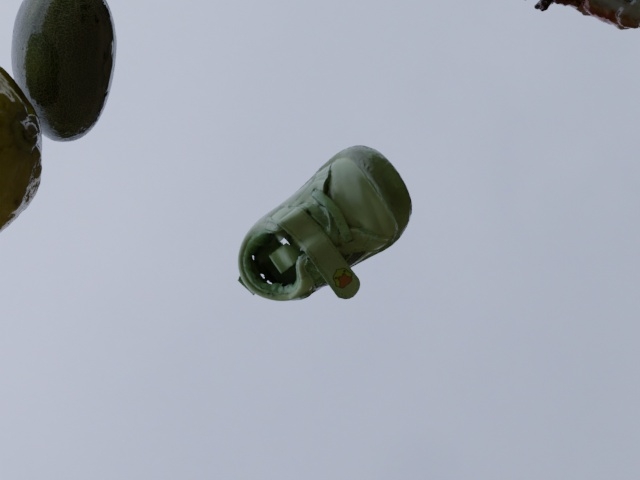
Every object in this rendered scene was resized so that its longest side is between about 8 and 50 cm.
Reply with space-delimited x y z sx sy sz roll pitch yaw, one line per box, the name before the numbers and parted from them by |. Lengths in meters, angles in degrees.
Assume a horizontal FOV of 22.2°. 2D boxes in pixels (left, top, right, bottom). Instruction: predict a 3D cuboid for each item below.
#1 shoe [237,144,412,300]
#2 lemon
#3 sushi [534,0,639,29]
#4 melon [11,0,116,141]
shoe | 0.004 -0.003 2.032 0.140 0.262 0.128 48 -141 -12
lemon | -0.345 -0.078 1.414 0.192 0.231 0.192 -14 -90 -69
sushi | 0.330 -0.292 1.438 0.332 0.130 0.124 -41 10 13
melon | -0.239 -0.168 1.522 0.099 0.099 0.162 -27 -46 -44
